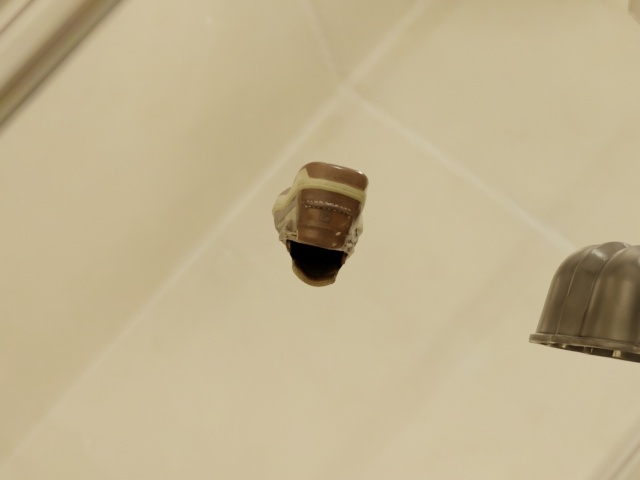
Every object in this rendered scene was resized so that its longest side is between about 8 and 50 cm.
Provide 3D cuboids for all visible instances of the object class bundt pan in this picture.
[{"bbox_3d":[0.400,0.078,2.028,0.331,0.124,0.331,9,-3,1],"label":"bundt pan"}]

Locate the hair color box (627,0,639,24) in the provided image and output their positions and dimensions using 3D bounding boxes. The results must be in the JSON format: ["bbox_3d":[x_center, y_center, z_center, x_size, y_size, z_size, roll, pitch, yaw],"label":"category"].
[{"bbox_3d":[0.323,-0.198,1.328,0.174,0.105,0.347,46,-3,13],"label":"hair color box"}]

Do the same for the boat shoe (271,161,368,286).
[{"bbox_3d":[-0.008,-0.002,1.821,0.095,0.095,0.257,11,-13,2],"label":"boat shoe"}]
